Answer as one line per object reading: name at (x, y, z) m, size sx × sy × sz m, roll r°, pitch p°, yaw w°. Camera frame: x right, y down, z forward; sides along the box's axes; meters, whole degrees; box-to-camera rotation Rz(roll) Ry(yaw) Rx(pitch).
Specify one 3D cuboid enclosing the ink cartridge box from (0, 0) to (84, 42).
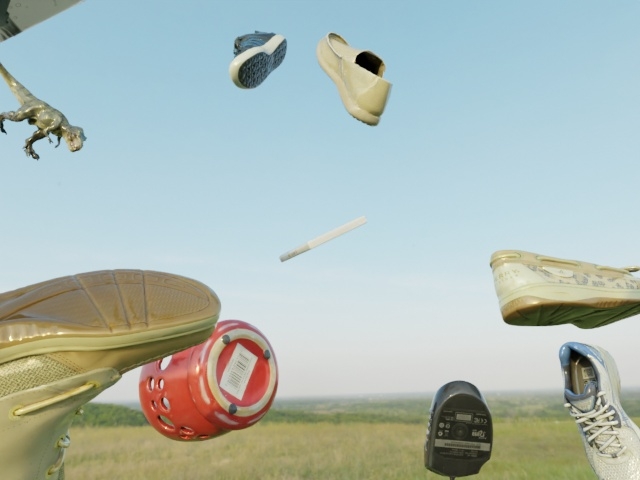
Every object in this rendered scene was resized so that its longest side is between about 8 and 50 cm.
ink cartridge box at (-0.257, -0.197, 0.298) m, size 0.190 × 0.140 × 0.082 m, roll -38°, pitch -9°, yaw -15°

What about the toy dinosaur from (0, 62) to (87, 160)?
toy dinosaur at (-0.577, -0.239, 0.936) m, size 0.268 × 0.118 × 0.064 m, roll 41°, pitch 5°, yaw 3°

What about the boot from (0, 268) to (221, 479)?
boot at (-0.207, 0.139, 0.378) m, size 0.261 × 0.204 × 0.095 m, roll -11°, pitch 28°, yaw -29°

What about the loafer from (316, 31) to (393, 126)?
loafer at (0.072, -0.327, 0.906) m, size 0.101 × 0.269 × 0.092 m, roll 14°, pitch -48°, yaw -40°

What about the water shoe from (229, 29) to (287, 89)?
water shoe at (-0.134, -0.342, 0.889) m, size 0.080 × 0.203 × 0.073 m, roll 21°, pitch -51°, yaw 10°

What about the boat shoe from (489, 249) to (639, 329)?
boat shoe at (0.350, 0.060, 0.630) m, size 0.284 × 0.090 × 0.104 m, roll 7°, pitch -34°, yaw -28°

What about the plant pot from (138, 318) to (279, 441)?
plant pot at (-0.174, 0.231, 0.783) m, size 0.174 × 0.191 × 0.191 m, roll -21°, pitch -27°, yaw 39°

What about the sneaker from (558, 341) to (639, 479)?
sneaker at (0.233, 0.148, 0.402) m, size 0.058 × 0.136 × 0.052 m, roll 29°, pitch -48°, yaw -32°

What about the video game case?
video game case at (0.000, 0.000, 0.628) m, size 0.087 × 0.011 × 0.122 m, roll -26°, pitch 0°, yaw -24°

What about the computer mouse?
computer mouse at (0.143, 0.274, 0.531) m, size 0.071 × 0.243 × 0.041 m, roll 8°, pitch 4°, yaw -2°
